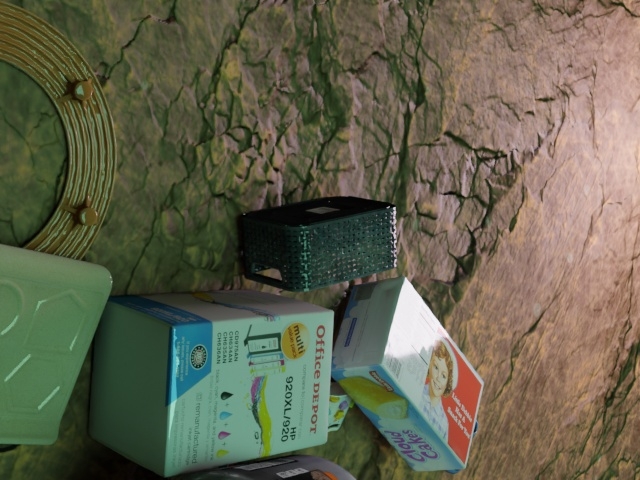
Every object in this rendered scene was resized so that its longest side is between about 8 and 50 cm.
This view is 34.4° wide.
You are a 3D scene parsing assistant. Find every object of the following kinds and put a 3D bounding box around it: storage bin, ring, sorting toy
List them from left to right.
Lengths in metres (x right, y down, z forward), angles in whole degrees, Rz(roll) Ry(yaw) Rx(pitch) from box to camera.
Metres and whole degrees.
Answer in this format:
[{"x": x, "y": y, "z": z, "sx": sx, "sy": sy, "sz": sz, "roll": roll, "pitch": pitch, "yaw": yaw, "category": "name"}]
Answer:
[{"x": -0.353, "y": -0.080, "z": 1.057, "sx": 0.337, "sy": 0.032, "sz": 0.336, "roll": -9, "pitch": 104, "yaw": -39, "category": "ring"}, {"x": -0.329, "y": 0.110, "z": 1.090, "sx": 0.193, "sy": 0.038, "sz": 0.208, "roll": 16, "pitch": 92, "yaw": -51, "category": "sorting toy"}, {"x": 0.000, "y": 0.000, "z": 1.319, "sx": 0.180, "sy": 0.122, "sz": 0.084, "roll": -14, "pitch": 107, "yaw": -39, "category": "storage bin"}, {"x": 0.018, "y": 0.236, "z": 1.442, "sx": 0.083, "sy": 0.045, "sz": 0.075, "roll": -8, "pitch": 123, "yaw": -40, "category": "sorting toy"}]

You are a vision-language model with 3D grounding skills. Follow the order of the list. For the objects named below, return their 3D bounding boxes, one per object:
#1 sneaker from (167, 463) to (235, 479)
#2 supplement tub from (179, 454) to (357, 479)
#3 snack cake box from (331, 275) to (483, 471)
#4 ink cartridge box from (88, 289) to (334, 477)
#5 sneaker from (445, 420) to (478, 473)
[{"x": -0.170, "y": 0.317, "z": 1.285, "sx": 0.075, "sy": 0.057, "sz": 0.161, "roll": 32, "pitch": 78, "yaw": -23, "category": "sneaker"}, {"x": -0.073, "y": 0.351, "z": 1.145, "sx": 0.338, "sy": 0.207, "sz": 0.207, "roll": 17, "pitch": 86, "yaw": -69, "category": "supplement tub"}, {"x": 0.127, "y": 0.193, "z": 1.460, "sx": 0.264, "sy": 0.089, "sz": 0.152, "roll": 52, "pitch": 41, "yaw": -35, "category": "snack cake box"}, {"x": -0.125, "y": 0.155, "z": 1.208, "sx": 0.233, "sy": 0.168, "sz": 0.171, "roll": -2, "pitch": 99, "yaw": -42, "category": "ink cartridge box"}, {"x": 0.211, "y": 0.300, "z": 1.604, "sx": 0.053, "sy": 0.059, "sz": 0.144, "roll": -20, "pitch": 112, "yaw": -40, "category": "sneaker"}]
